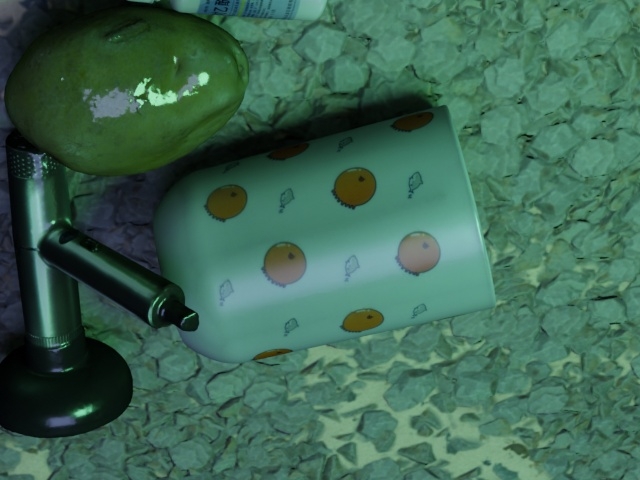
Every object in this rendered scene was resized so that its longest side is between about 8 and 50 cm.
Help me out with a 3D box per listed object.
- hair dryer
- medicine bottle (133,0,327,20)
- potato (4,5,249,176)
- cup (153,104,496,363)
[{"bbox_3d":[-0.245,0.084,1.800,0.155,0.284,0.320,-13,129,-22],"label":"hair dryer"},{"bbox_3d":[-0.088,-0.262,1.676,0.186,0.103,0.103,3,126,-12],"label":"medicine bottle"},{"bbox_3d":[-0.184,-0.144,1.713,0.235,0.178,0.160,-14,92,1],"label":"potato"},{"bbox_3d":[0.000,0.000,1.821,0.317,0.212,0.212,-13,127,2],"label":"cup"}]
